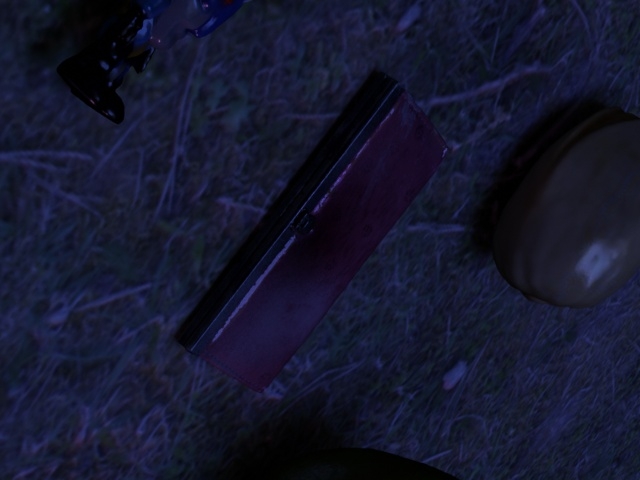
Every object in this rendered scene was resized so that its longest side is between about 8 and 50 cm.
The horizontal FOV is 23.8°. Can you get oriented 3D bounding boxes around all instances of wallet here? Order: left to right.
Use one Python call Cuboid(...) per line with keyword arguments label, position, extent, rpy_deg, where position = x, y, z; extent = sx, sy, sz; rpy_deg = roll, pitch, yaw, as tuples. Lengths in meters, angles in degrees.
Cuboid(label="wallet", position=(0.000, 0.000, 1.073), extent=(0.232, 0.025, 0.119), rpy_deg=(-53, 149, -3))

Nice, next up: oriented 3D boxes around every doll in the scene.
Cuboid(label="doll", position=(-0.064, -0.148, 0.813), extent=(0.195, 0.070, 0.096), rpy_deg=(-49, 178, -6))

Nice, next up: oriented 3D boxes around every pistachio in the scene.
Cuboid(label="pistachio", position=(0.229, -0.029, 1.268), extent=(0.200, 0.117, 0.145), rpy_deg=(-45, 142, -19))

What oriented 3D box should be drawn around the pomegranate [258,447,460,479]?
Cuboid(label="pomegranate", position=(0.019, 0.300, 1.199), extent=(0.260, 0.260, 0.341), rpy_deg=(-40, 174, -24))
